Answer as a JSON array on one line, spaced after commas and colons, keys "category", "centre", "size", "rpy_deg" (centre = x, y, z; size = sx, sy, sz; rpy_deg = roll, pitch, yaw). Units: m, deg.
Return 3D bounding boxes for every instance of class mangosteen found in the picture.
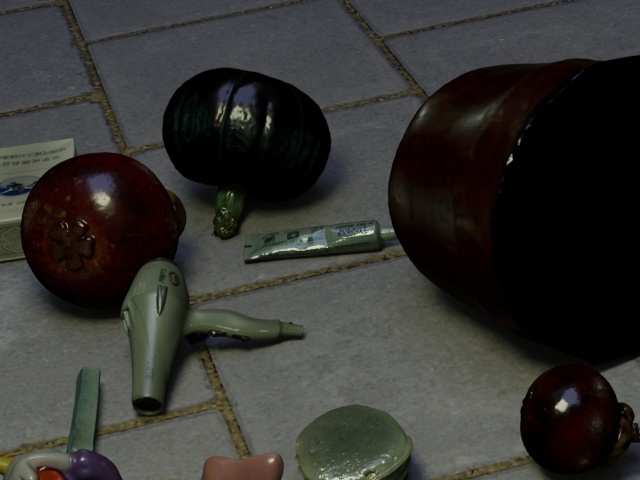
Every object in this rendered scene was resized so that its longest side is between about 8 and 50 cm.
[{"category": "mangosteen", "centre": [-0.282, -0.018, 2.218], "size": [0.215, 0.215, 0.257], "rpy_deg": [4, 10, 19]}, {"category": "mangosteen", "centre": [0.286, 0.200, 1.795], "size": [0.140, 0.140, 0.140], "rpy_deg": [-5, 29, 3]}]

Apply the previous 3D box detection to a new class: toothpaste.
[{"category": "toothpaste", "centre": [0.000, 0.000, 2.283], "size": [0.218, 0.041, 0.064], "rpy_deg": [-6, 35, 9]}]

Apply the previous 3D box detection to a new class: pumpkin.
[{"category": "pumpkin", "centre": [-0.117, -0.122, 2.374], "size": [0.248, 0.248, 0.248], "rpy_deg": [-5, 29, 3]}]

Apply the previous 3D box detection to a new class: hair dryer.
[{"category": "hair dryer", "centre": [-0.158, 0.139, 2.042], "size": [0.225, 0.088, 0.219], "rpy_deg": [24, 49, 4]}]

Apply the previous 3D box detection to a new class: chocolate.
[{"category": "chocolate", "centre": [0.270, -0.057, 2.055], "size": [0.384, 0.383, 0.331], "rpy_deg": [-20, 18, -23]}]

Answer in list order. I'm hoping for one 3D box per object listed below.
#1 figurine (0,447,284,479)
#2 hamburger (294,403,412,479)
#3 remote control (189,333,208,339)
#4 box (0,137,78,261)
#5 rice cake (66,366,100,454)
[{"category": "figurine", "centre": [-0.245, 0.287, 1.724], "size": [0.421, 0.154, 0.193], "rpy_deg": [3, 7, 28]}, {"category": "hamburger", "centre": [0.037, 0.241, 1.823], "size": [0.133, 0.062, 0.140], "rpy_deg": [-18, 33, -10]}, {"category": "remote control", "centre": [-0.174, 0.106, 2.152], "size": [0.034, 0.016, 0.091], "rpy_deg": [-35, 37, -15]}, {"category": "box", "centre": [-0.443, -0.060, 2.450], "size": [0.164, 0.069, 0.256], "rpy_deg": [-8, 29, -2]}, {"category": "rice cake", "centre": [-0.284, 0.214, 1.969], "size": [0.030, 0.042, 0.180], "rpy_deg": [16, 27, -12]}]
